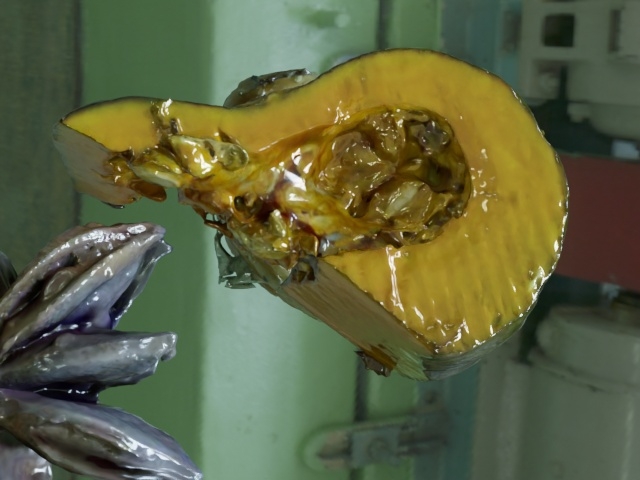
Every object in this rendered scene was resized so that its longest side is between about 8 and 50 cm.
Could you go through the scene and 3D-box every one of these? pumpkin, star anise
[{"bbox_3d":[0.000,0.000,0.686,0.280,0.139,0.190,-11,81,-13],"label":"pumpkin"},{"bbox_3d":[-0.162,0.084,0.617,0.236,0.229,0.093,-62,164,-6],"label":"star anise"}]

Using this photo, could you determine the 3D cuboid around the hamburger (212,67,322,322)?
[{"bbox_3d":[0.028,-0.042,1.304,0.318,0.195,0.277,1,88,-16],"label":"hamburger"}]
